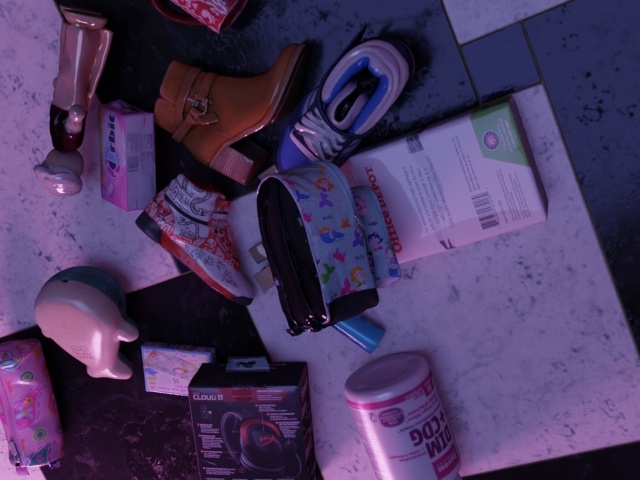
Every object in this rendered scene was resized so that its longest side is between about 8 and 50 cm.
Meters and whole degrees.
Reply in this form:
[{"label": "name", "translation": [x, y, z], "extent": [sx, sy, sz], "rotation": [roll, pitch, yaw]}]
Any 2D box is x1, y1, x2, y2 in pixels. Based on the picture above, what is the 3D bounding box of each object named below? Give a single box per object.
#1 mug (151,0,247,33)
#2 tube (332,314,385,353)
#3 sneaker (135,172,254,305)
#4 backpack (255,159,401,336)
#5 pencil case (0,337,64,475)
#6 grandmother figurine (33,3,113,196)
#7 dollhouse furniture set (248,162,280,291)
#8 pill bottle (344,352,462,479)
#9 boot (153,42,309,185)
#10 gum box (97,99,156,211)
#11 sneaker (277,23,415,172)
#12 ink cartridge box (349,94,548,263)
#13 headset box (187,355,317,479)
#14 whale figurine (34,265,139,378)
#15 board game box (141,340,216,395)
[{"label": "mug", "translation": [-0.213, -0.432, 1.377], "extent": [0.169, 0.150, 0.113], "rotation": [37, 78, -2]}, {"label": "tube", "translation": [0.020, 0.134, 1.498], "extent": [0.207, 0.080, 0.052], "rotation": [32, 84, 1]}, {"label": "sneaker", "translation": [-0.193, -0.005, 1.500], "extent": [0.270, 0.090, 0.145], "rotation": [40, 90, -18]}, {"label": "backpack", "translation": [0.000, 0.000, 1.292], "extent": [0.191, 0.225, 0.253], "rotation": [-23, 89, -21]}, {"label": "pencil case", "translation": [-0.631, 0.353, 1.737], "extent": [0.124, 0.124, 0.284], "rotation": [-1, 106, 17]}, {"label": "grandmother figurine", "translation": [-0.449, -0.240, 1.464], "extent": [0.104, 0.208, 0.342], "rotation": [8, 110, -18]}, {"label": "dollhouse furniture set", "translation": [-0.098, -0.016, 1.463], "extent": [0.161, 0.101, 0.182], "rotation": [-33, 96, 23]}, {"label": "pill bottle", "translation": [0.161, 0.364, 1.479], "extent": [0.160, 0.160, 0.283], "rotation": [-16, 103, 21]}, {"label": "boot", "translation": [-0.159, -0.260, 1.414], "extent": [0.220, 0.109, 0.283], "rotation": [35, 121, 8]}, {"label": "gum box", "translation": [-0.356, -0.158, 1.490], "extent": [0.107, 0.062, 0.188], "rotation": [24, 118, 46]}, {"label": "sneaker", "translation": [0.014, -0.194, 1.297], "extent": [0.130, 0.236, 0.323], "rotation": [46, 113, -1]}, {"label": "ink cartridge box", "translation": [0.212, -0.096, 1.336], "extent": [0.273, 0.115, 0.198], "rotation": [-17, 101, 21]}, {"label": "headset box", "translation": [-0.129, 0.362, 1.579], "extent": [0.218, 0.110, 0.293], "rotation": [-3, 107, 9]}, {"label": "whale figurine", "translation": [-0.454, 0.164, 1.633], "extent": [0.216, 0.141, 0.272], "rotation": [-1, 132, 17]}, {"label": "board game box", "translation": [-0.286, 0.263, 1.653], "extent": [0.154, 0.026, 0.103], "rotation": [4, 108, 15]}]
